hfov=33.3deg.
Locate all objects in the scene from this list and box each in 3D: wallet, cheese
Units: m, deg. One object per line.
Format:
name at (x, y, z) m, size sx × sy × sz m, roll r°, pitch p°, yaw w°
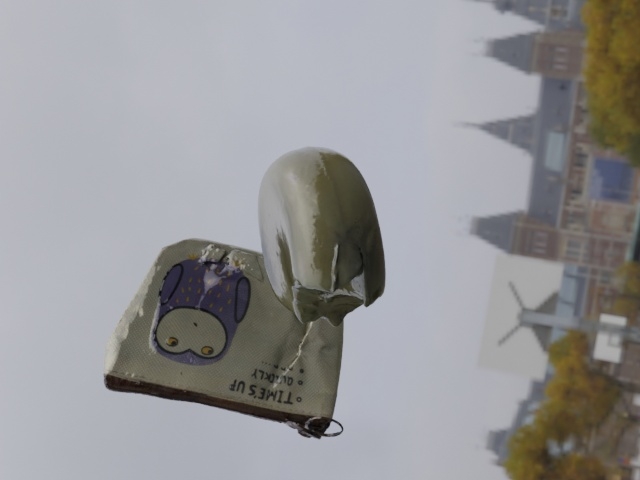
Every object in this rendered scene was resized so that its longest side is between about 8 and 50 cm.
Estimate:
wallet at (-0.114, 0.127, 1.462) m, size 0.068 × 0.335 × 0.274 m, roll 100°, pitch -177°, yaw -54°
cheese at (0.000, 0.000, 1.005) m, size 0.202 × 0.091 × 0.175 m, roll -148°, pitch 50°, yaw -75°
